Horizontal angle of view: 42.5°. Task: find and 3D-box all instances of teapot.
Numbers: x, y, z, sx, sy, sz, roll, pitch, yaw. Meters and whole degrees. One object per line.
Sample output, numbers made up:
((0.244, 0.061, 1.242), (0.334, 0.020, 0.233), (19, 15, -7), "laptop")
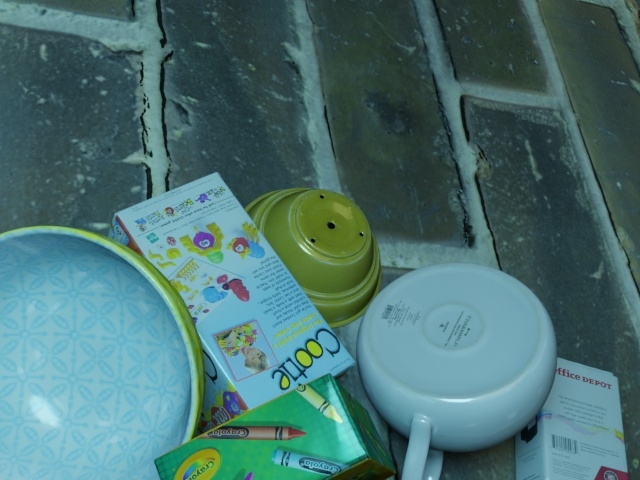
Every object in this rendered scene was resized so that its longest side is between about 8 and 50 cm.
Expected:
((0.165, 0.167, 1.003), (0.256, 0.187, 0.252), (-20, 43, -10), "teapot")

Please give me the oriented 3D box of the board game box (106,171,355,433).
((-0.116, 0.086, 0.942), (0.144, 0.142, 0.275), (-27, 73, -35), "board game box")

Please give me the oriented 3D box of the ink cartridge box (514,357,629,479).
((0.327, 0.254, 1.083), (0.128, 0.072, 0.175), (17, 54, -14), "ink cartridge box")

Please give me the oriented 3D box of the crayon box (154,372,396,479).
((-0.027, 0.217, 0.788), (0.165, 0.278, 0.081), (-27, 69, 1), "crayon box")

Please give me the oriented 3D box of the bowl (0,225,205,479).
((-0.238, 0.124, 0.832), (0.289, 0.289, 0.156), (42, 10, 4), "bowl")

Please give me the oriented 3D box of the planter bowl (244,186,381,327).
((0.000, 0.000, 1.082), (0.217, 0.090, 0.217), (12, 57, -18), "planter bowl")
